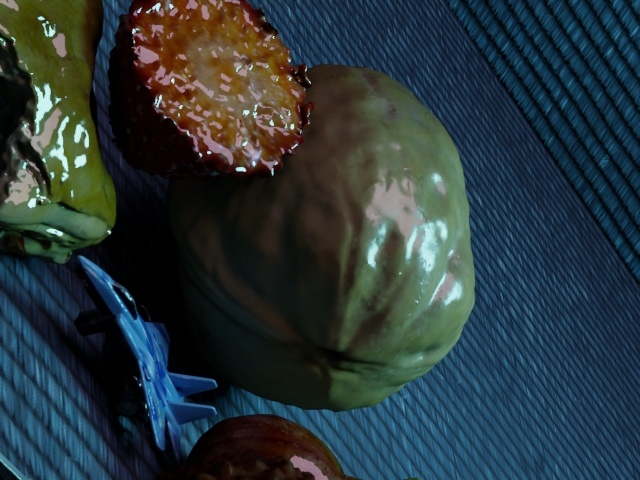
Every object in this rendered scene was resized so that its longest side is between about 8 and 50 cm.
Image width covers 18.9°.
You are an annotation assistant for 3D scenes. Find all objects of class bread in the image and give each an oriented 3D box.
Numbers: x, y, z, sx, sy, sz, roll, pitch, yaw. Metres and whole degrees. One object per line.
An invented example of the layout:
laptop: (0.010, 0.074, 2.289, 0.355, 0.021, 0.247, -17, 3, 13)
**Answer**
bread: (-0.318, -0.180, 1.791, 0.314, 0.191, 0.370, 24, 44, -58)

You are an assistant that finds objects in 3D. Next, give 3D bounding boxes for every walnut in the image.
walnut: (0.000, 0.000, 2.052, 0.381, 0.381, 0.381, 47, 26, -31)

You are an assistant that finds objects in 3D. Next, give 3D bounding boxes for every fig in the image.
fig: (-0.029, 0.247, 1.868, 0.175, 0.207, 0.175, -5, 90, -65)

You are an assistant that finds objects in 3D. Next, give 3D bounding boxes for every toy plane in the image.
toy plane: (-0.185, 0.106, 1.865, 0.246, 0.078, 0.169, 53, 22, -36)

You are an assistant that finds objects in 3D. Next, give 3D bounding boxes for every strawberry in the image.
strawberry: (-0.145, -0.139, 1.903, 0.234, 0.178, 0.234, 24, 51, -34)

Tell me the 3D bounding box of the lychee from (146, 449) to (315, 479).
lychee: (-0.071, 0.310, 1.642, 0.264, 0.264, 0.300, 64, -14, 8)

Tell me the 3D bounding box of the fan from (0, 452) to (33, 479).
fan: (-0.309, 0.157, 1.629, 0.193, 0.016, 0.038, 49, 27, -25)
